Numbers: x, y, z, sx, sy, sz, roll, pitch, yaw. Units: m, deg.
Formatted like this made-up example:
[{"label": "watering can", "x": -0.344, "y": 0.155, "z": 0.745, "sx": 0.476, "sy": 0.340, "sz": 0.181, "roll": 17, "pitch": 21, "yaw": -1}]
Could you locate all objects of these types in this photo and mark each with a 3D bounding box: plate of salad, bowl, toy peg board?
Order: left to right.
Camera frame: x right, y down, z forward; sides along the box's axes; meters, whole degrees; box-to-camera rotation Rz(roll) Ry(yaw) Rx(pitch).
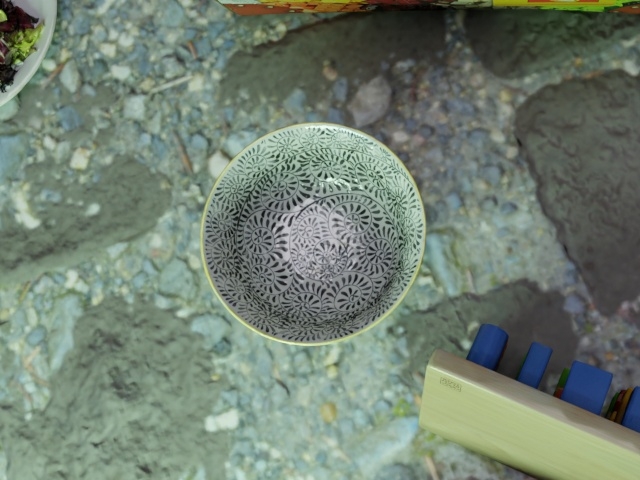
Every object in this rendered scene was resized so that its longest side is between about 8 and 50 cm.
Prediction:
[{"label": "plate of salad", "x": -0.332, "y": -0.201, "z": 0.880, "sx": 0.200, "sy": 0.048, "sz": 0.199, "roll": -2, "pitch": 79, "yaw": 9}, {"label": "bowl", "x": 0.000, "y": 0.000, "z": 0.768, "sx": 0.170, "sy": 0.080, "sz": 0.170, "roll": -2, "pitch": 80, "yaw": 10}, {"label": "toy peg board", "x": 0.159, "y": 0.108, "z": 0.687, "sx": 0.161, "sy": 0.160, "sz": 0.079, "roll": 22, "pitch": 69, "yaw": 13}]

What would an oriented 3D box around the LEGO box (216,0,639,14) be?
[{"label": "LEGO box", "x": 0.095, "y": -0.427, "z": 0.723, "sx": 0.373, "sy": 0.193, "sz": 0.499, "roll": 1, "pitch": 92, "yaw": 11}]
